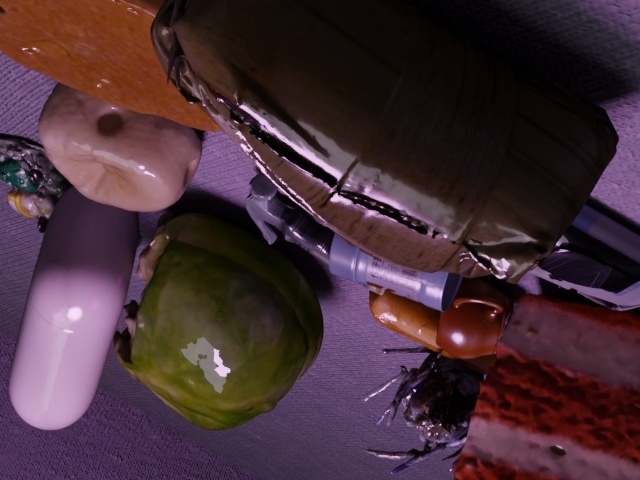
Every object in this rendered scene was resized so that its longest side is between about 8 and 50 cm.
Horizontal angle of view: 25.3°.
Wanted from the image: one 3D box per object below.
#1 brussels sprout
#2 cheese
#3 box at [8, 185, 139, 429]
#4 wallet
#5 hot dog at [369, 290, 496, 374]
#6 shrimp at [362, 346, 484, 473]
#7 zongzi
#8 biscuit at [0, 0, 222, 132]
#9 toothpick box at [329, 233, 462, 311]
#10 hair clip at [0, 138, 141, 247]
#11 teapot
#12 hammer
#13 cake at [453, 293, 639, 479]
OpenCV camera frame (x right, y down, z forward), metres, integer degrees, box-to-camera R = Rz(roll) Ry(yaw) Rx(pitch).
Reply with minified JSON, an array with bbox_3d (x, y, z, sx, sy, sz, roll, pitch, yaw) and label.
[{"bbox_3d":[-0.160,0.131,2.132,0.315,0.276,0.371,34,153,-11],"label":"brussels sprout"},{"bbox_3d":[-0.268,-0.129,1.838,0.235,0.117,0.218,-2,146,47],"label":"cheese"},{"bbox_3d":[-0.376,0.098,2.169,0.141,0.289,0.349,16,129,-9],"label":"box"},{"bbox_3d":[0.288,0.016,1.603,0.231,0.069,0.170,28,156,-10],"label":"wallet"},{"bbox_3d":[0.162,0.104,1.965,0.249,0.102,0.076,29,120,-16],"label":"hot dog"},{"bbox_3d":[0.172,0.229,2.038,0.221,0.166,0.410,43,-158,4],"label":"shrimp"},{"bbox_3d":[-0.025,-0.114,1.414,0.500,0.218,0.467,30,160,-12],"label":"zongzi"},{"bbox_3d":[-0.242,-0.238,1.607,0.351,0.057,0.312,15,158,23],"label":"biscuit"},{"bbox_3d":[0.099,0.020,1.790,0.153,0.101,0.101,20,160,17],"label":"toothpick box"},{"bbox_3d":[-0.416,-0.043,2.282,0.138,0.091,0.321,7,155,36],"label":"hair clip"},{"bbox_3d":[0.211,0.102,1.863,0.116,0.116,0.173,22,163,8],"label":"teapot"},{"bbox_3d":[0.000,0.000,1.915,0.226,0.041,0.159,31,163,10],"label":"hammer"},{"bbox_3d":[0.342,0.262,1.798,0.269,0.319,0.270,15,164,22],"label":"cake"}]
